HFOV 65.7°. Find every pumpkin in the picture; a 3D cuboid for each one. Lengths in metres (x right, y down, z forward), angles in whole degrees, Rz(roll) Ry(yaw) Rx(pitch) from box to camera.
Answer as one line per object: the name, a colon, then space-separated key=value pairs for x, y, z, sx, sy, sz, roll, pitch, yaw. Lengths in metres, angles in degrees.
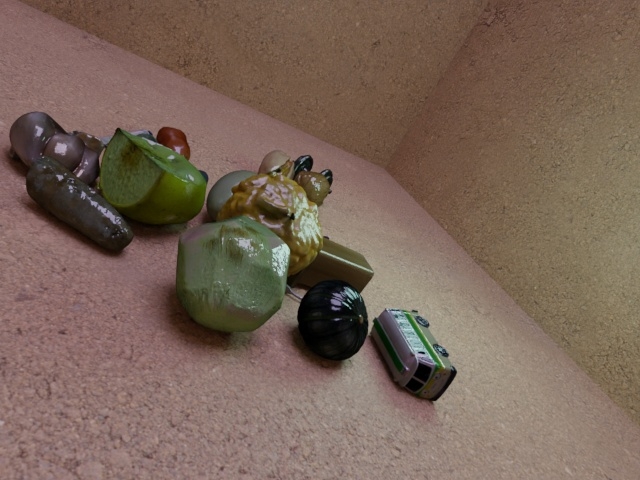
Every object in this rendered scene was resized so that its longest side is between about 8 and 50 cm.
pumpkin: x=0.035 y=0.242 z=1.496 sx=0.249 sy=0.216 sz=0.250 roll=26 pitch=51 yaw=-37

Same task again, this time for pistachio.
pistachio: x=-0.228 y=-0.349 z=2.510 sx=0.187 sy=0.188 sz=0.299 roll=29 pitch=27 yaw=-5

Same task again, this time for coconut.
coconut: x=-0.234 y=0.073 z=1.322 sx=0.328 sy=0.281 sz=0.329 roll=8 pitch=61 yaw=-14

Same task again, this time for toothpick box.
toothpick box: x=0.023 y=0.092 z=1.835 sx=0.308 sy=0.188 sz=0.190 roll=22 pitch=21 yaw=-33

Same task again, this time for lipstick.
lipstick: x=-0.906 y=-0.269 z=1.561 sx=0.030 sy=0.030 sz=0.129 roll=40 pitch=18 yaw=21

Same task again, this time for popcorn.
popcorn: x=-0.176 y=-0.033 z=1.611 sx=0.348 sy=0.381 sz=0.349 roll=26 pitch=50 yaw=-37

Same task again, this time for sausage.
sausage: x=-0.629 y=-0.396 z=2.101 sx=0.133 sy=0.133 sz=0.258 roll=16 pitch=30 yaw=-35

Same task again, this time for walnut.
walnut: x=-0.051 y=-0.256 z=2.485 sx=0.213 sy=0.213 sz=0.213 roll=27 pitch=21 yaw=-11

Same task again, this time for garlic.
garlic: x=-0.820 y=-0.289 z=1.555 sx=0.279 sy=0.132 sz=0.325 roll=35 pitch=12 yaw=-14

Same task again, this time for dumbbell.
dumbbell: x=-0.053 y=-0.344 z=2.687 sx=0.290 sy=0.192 sz=0.192 roll=39 pitch=22 yaw=17

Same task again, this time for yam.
yam: x=-0.659 y=-0.090 z=1.373 sx=0.330 sy=0.133 sz=0.133 roll=36 pitch=21 yaw=2

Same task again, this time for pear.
pear: x=-0.521 y=-0.171 z=1.620 sx=0.342 sy=0.239 sz=0.318 roll=39 pitch=9 yaw=34

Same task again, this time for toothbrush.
toothbrush: x=-0.018 y=0.225 z=1.682 sx=0.307 sy=0.025 sz=0.029 roll=32 pitch=13 yaw=3

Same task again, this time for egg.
egg: x=-0.309 y=-0.148 z=1.856 sx=0.218 sy=0.219 sz=0.295 roll=37 pitch=33 yaw=15

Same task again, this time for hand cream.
hand cream: x=-0.783 y=-0.410 z=2.024 sx=0.095 sy=0.059 sz=0.276 roll=34 pitch=26 yaw=5

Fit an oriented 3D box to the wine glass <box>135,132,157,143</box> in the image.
wine glass: x=-0.660 y=-0.315 z=1.905 sx=0.103 sy=0.103 sz=0.231 roll=15 pitch=29 yaw=-36

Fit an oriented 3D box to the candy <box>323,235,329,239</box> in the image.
candy: x=0.000 y=0.000 z=2.184 sx=0.043 sy=0.045 sz=0.175 roll=30 pitch=17 yaw=26

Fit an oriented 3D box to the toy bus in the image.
toy bus: x=0.295 y=0.363 z=1.638 sx=0.178 sy=0.143 sz=0.305 roll=17 pitch=26 yaw=-27

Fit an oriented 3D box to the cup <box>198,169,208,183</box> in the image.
cup: x=-0.498 y=-0.240 z=2.015 sx=0.100 sy=0.078 sz=0.077 roll=68 pitch=20 yaw=0
